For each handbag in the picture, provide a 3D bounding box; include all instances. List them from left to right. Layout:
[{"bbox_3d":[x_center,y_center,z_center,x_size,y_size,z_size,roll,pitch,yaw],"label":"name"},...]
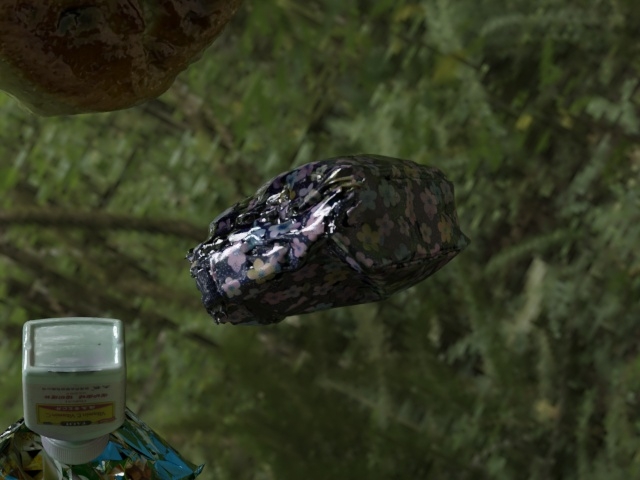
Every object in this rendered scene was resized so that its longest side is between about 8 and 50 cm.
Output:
[{"bbox_3d":[0.000,0.000,1.312,0.208,0.126,0.229,-17,-3,28],"label":"handbag"}]

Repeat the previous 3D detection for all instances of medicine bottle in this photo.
[{"bbox_3d":[-0.180,0.111,1.133,0.118,0.074,0.055,101,164,-48],"label":"medicine bottle"}]

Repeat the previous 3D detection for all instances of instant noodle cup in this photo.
[{"bbox_3d":[-0.271,0.263,1.694,0.240,0.178,0.240,-41,1,1],"label":"instant noodle cup"}]

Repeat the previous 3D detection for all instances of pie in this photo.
[{"bbox_3d":[-0.185,-0.236,1.317,0.092,0.315,0.315,49,117,40],"label":"pie"}]
